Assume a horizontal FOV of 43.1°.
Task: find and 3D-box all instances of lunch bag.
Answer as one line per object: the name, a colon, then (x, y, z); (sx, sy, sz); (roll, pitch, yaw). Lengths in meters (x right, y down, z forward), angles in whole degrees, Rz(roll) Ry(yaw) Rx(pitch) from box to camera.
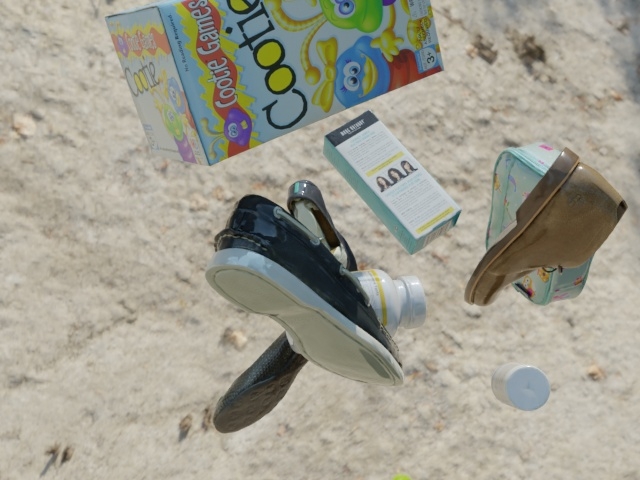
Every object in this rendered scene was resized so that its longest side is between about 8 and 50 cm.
lunch bag: (0.402, -0.029, 1.509); (0.107, 0.279, 0.224); (-14, 37, -23)

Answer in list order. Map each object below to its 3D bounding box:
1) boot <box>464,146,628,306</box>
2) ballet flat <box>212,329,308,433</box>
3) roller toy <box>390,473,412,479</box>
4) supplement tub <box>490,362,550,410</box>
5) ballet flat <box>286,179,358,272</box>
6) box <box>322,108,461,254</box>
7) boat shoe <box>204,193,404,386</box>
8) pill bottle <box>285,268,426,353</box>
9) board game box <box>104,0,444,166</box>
boot: (0.289, 0.018, 1.084); (0.115, 0.305, 0.112); (36, 52, 8)
ballet flat: (-0.068, 0.182, 1.194); (0.250, 0.084, 0.058); (-46, 50, 0)
roller toy: (0.097, 0.429, 1.033); (0.146, 0.209, 0.191); (17, 39, 18)
supplement tub: (0.310, 0.227, 1.266); (0.071, 0.107, 0.071); (0, 84, 0)
ballet flat: (0.000, 0.000, 1.301); (0.074, 0.074, 0.203); (-41, 114, -39)
box: (0.115, -0.099, 1.353); (0.100, 0.060, 0.244); (-32, 69, -18)
boat shoe: (0.005, 0.063, 0.848); (0.302, 0.114, 0.091); (47, 49, -44)
pill bottle: (0.046, 0.094, 1.113); (0.184, 0.103, 0.103); (-5, 59, -13)
board game box: (-0.039, -0.190, 0.788); (0.275, 0.144, 0.142); (-26, 112, -26)
